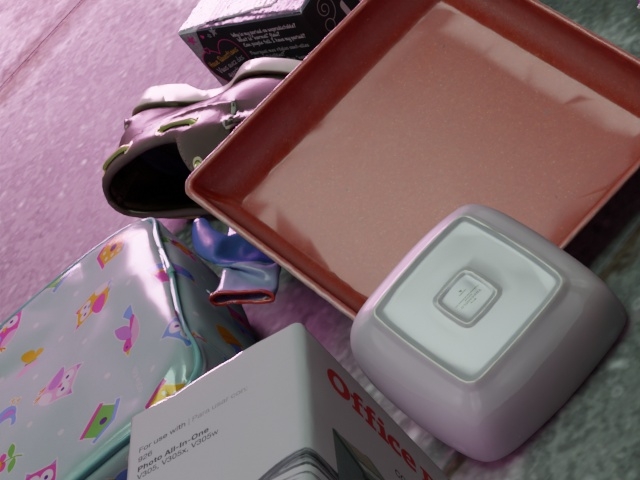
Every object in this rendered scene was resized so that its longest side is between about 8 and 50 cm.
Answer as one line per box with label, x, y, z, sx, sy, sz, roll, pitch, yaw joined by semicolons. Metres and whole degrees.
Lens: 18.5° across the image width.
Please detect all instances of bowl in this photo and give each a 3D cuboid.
bowl;0.095;0.047;1.194;0.142;0.053;0.142;-47;54;-10

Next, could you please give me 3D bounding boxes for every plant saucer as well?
plant saucer;0.081;-0.054;1.325;0.258;0.048;0.259;-46;54;-11

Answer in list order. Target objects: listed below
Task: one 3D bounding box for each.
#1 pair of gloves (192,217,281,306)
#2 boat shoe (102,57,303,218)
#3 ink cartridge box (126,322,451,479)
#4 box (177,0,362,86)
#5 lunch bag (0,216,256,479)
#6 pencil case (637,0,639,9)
pair of gloves;0.000;0.000;1.393;0.198;0.023;0.159;-5;32;12
boat shoe;-0.066;-0.070;1.542;0.324;0.116;0.097;-1;52;54
ink cartridge box;0.008;0.211;0.964;0.121;0.211;0.289;-32;31;17
box;0.028;-0.217;1.595;0.163;0.142;0.247;-2;47;48
lunch bag;-0.152;0.119;1.385;0.224;0.108;0.279;-42;27;8
pencil case;0.268;-0.151;1.302;0.070;0.064;0.151;-27;28;-7
